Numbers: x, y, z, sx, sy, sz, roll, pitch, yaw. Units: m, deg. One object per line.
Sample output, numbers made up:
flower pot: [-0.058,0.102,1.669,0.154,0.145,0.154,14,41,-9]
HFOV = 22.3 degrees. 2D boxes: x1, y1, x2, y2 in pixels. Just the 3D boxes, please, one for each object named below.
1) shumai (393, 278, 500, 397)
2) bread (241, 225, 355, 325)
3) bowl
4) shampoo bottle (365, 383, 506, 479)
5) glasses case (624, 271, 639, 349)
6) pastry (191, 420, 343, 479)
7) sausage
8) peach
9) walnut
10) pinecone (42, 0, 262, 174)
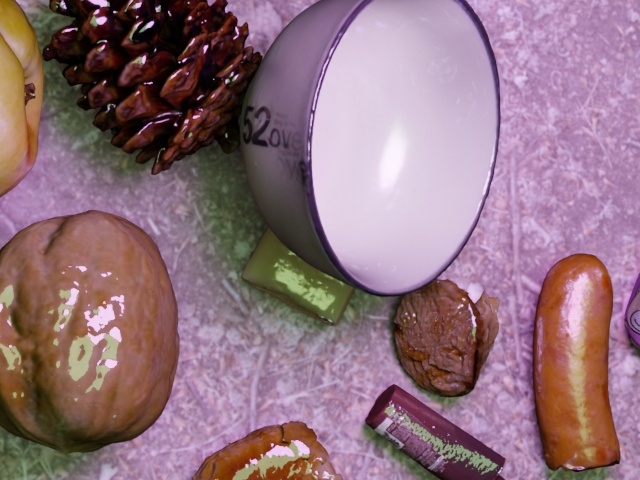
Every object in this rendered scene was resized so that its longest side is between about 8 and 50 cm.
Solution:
shumai: [0.158,0.123,1.994,0.123,0.105,0.139,-7,74,31]
bread: [0.000,0.000,1.973,0.139,0.060,0.178,26,82,-8]
bowl: [0.033,-0.125,1.838,0.354,0.185,0.354,-16,111,-48]
shampoo bottle: [0.166,0.266,1.984,0.236,0.068,0.067,37,78,-8]
glasses case: [0.489,0.008,2.064,0.123,0.076,0.316,29,81,-9]
pastry: [-0.055,0.324,1.920,0.218,0.100,0.229,13,85,-10]
sausage: [0.314,0.151,2.009,0.108,0.109,0.271,1,86,-11]
peach: [-0.456,-0.180,1.783,0.315,0.281,0.314,4,125,15]
walnut: [-0.275,0.100,1.827,0.227,0.283,0.283,-7,87,30]
pinecone: [-0.187,-0.207,1.872,0.224,0.224,0.272,-44,88,-11]
